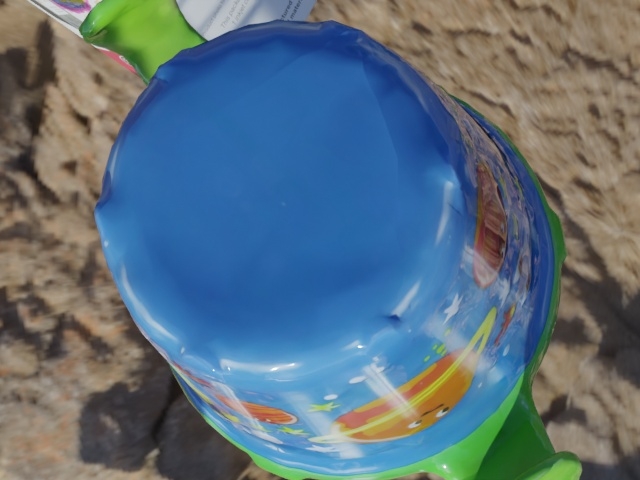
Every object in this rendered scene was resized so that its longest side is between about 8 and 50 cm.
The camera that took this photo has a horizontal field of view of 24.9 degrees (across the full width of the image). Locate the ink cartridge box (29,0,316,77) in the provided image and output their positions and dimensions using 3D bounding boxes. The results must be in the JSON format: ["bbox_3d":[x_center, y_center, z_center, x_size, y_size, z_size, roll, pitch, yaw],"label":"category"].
[{"bbox_3d":[-0.183,-0.254,1.233,0.306,0.226,0.131,31,82,-34],"label":"ink cartridge box"}]

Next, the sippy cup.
[{"bbox_3d":[0.000,0.000,0.725,0.305,0.224,0.240,14,81,14],"label":"sippy cup"}]
